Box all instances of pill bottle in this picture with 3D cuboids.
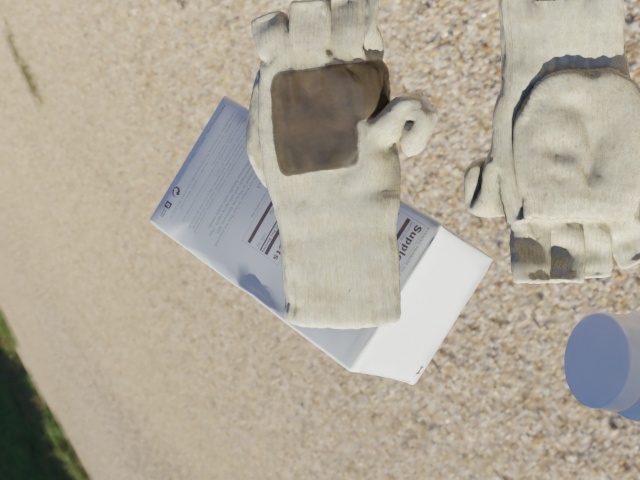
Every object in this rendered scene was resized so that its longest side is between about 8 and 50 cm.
[{"bbox_3d":[0.506,0.186,1.334,0.160,0.283,0.160,-34,52,58],"label":"pill bottle"}]

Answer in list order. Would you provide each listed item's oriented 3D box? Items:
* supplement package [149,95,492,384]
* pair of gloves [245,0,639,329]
[{"bbox_3d":[0.000,0.000,0.802,0.244,0.134,0.139,33,-176,29],"label":"supplement package"},{"bbox_3d":[0.075,-0.059,0.560,0.042,0.240,0.204,-47,-54,-82],"label":"pair of gloves"}]
